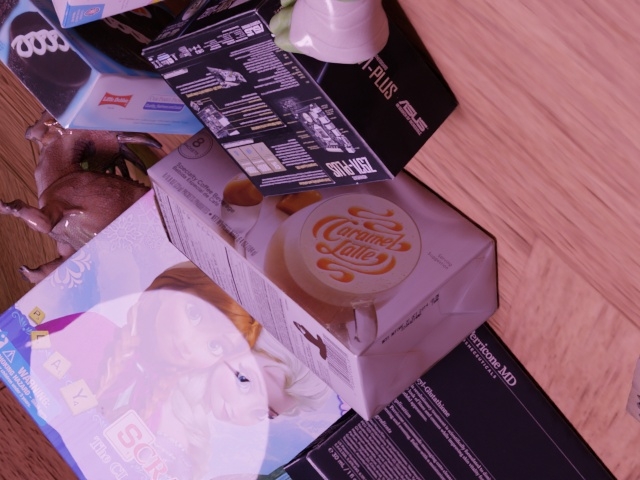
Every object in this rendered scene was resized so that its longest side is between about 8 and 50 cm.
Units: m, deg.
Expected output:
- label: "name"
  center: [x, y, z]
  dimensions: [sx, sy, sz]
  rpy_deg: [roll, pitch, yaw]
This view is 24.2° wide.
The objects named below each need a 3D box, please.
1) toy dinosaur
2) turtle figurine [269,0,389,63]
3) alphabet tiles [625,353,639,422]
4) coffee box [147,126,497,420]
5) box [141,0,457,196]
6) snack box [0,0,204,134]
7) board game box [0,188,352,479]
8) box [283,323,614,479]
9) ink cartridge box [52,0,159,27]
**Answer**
- label: "toy dinosaur"
  center: [-0.208, -0.027, 1.531]
  dimensions: [0.296, 0.200, 0.127]
  rpy_deg: [41, 153, 2]
- label: "turtle figurine"
  center: [-0.031, -0.230, 0.749]
  dimensions: [0.266, 0.275, 0.198]
  rpy_deg: [75, -175, -56]
- label: "alphabet tiles"
  center: [0.296, 0.158, 0.970]
  dimensions: [0.237, 0.009, 0.198]
  rpy_deg: [42, 159, 26]
- label: "coffee box"
  center: [0.000, 0.000, 1.152]
  dimensions: [0.246, 0.141, 0.098]
  rpy_deg: [41, 158, 31]
- label: "box"
  center: [-0.018, -0.113, 1.034]
  dimensions: [0.147, 0.077, 0.180]
  rpy_deg: [49, 156, -18]
- label: "snack box"
  center: [-0.225, -0.208, 1.224]
  dimensions: [0.322, 0.060, 0.187]
  rpy_deg: [45, -156, 23]
- label: "board game box"
  center: [-0.095, 0.115, 1.333]
  dimensions: [0.318, 0.318, 0.066]
  rpy_deg: [51, -165, 0]
- label: "box"
  center: [0.127, 0.219, 1.186]
  dimensions: [0.261, 0.184, 0.103]
  rpy_deg: [51, 162, 3]
- label: "ink cartridge box"
  center: [-0.127, -0.224, 1.059]
  dimensions: [0.090, 0.143, 0.092]
  rpy_deg: [68, 162, 7]
